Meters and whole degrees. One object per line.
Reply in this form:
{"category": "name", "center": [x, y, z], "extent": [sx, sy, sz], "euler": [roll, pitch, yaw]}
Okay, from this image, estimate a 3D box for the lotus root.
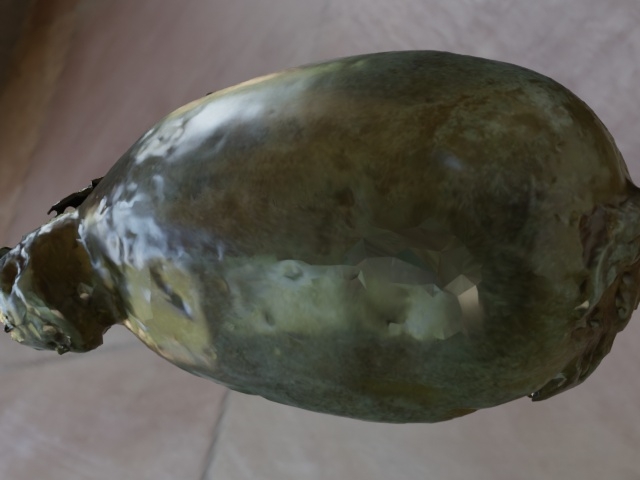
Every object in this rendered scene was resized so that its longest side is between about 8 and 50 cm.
{"category": "lotus root", "center": [0.000, -0.003, 0.374], "extent": [0.165, 0.088, 0.088], "euler": [-3, 61, 28]}
